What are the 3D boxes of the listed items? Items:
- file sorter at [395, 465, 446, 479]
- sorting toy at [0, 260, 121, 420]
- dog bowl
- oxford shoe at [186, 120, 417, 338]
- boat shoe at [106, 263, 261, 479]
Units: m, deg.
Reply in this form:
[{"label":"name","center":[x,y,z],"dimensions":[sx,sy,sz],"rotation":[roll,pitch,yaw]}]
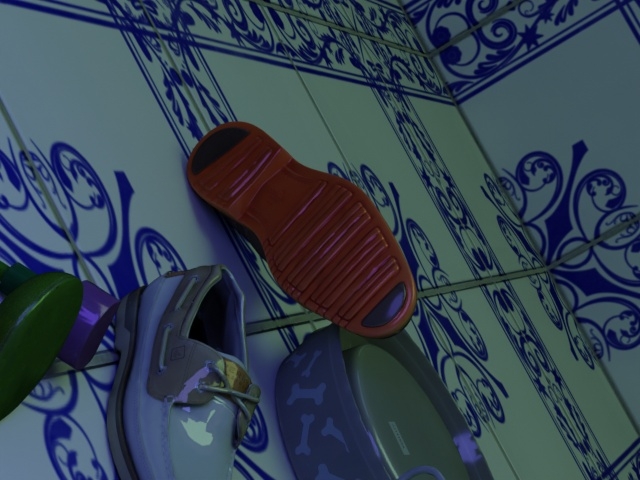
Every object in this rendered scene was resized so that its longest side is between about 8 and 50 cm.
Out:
[{"label":"file sorter","center":[0.136,0.368,1.566],"dimensions":[0.278,0.173,0.193],"rotation":[46,5,-37]},{"label":"sorting toy","center":[-0.263,0.053,1.202],"dimensions":[0.126,0.127,0.365],"rotation":[31,10,9]},{"label":"dog bowl","center":[0.076,0.237,1.811],"dimensions":[0.349,0.102,0.349],"rotation":[51,18,-24]},{"label":"oxford shoe","center":[0.000,0.000,1.802],"dimensions":[0.364,0.130,0.133],"rotation":[46,-2,42]},{"label":"boat shoe","center":[-0.111,0.132,1.442],"dimensions":[0.113,0.103,0.302],"rotation":[45,22,-39]}]
